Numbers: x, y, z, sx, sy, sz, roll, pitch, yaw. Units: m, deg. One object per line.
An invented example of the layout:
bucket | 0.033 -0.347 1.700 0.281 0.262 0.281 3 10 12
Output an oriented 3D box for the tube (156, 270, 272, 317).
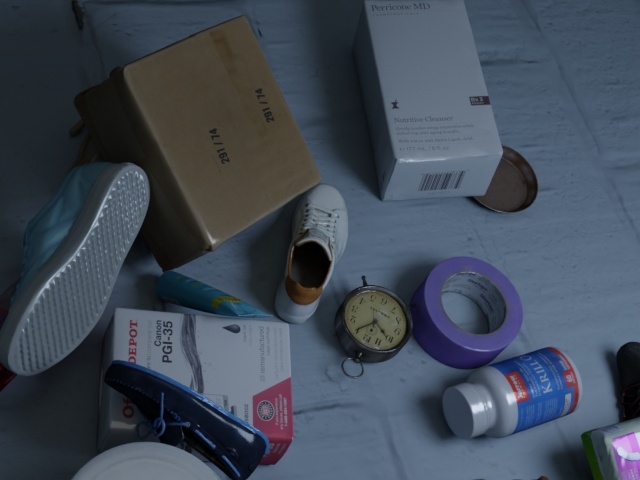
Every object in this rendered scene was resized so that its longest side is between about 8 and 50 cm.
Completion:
tube | -0.178 0.097 1.736 0.207 0.052 0.080 15 11 38

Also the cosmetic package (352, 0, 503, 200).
cosmetic package | 0.199 -0.277 2.095 0.217 0.156 0.385 -5 62 -10

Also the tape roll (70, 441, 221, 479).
tape roll | -0.252 0.420 1.501 0.246 0.169 0.246 7 61 -14

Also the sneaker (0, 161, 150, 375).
sneaker | -0.398 0.037 1.643 0.150 0.135 0.366 9 57 34

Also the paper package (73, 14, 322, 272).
paper package | -0.196 -0.166 1.810 0.309 0.168 0.325 -34 100 -41

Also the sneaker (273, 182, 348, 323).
sneaker | 0.000 0.000 1.890 0.106 0.123 0.290 17 54 -7

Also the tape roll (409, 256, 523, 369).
tape roll | 0.258 0.129 1.928 0.189 0.080 0.189 9 58 -14

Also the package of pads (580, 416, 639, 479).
package of pads | 0.586 0.430 1.784 0.229 0.101 0.296 -13 83 -15

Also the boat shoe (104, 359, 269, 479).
boat shoe | -0.195 0.258 1.530 0.258 0.109 0.089 30 71 -5

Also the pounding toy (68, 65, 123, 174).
pounding toy | -0.346 -0.157 1.895 0.154 0.155 0.269 34 59 -33

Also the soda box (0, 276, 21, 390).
soda box | -0.441 0.106 1.688 0.092 0.083 0.263 37 55 6

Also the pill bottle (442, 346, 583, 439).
pill bottle | 0.324 0.265 1.839 0.221 0.124 0.124 -14 65 -27

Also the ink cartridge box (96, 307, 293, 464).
ink cartridge box | -0.194 0.229 1.679 0.283 0.117 0.207 6 59 -17

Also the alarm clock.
alarm clock | 0.082 0.160 1.854 0.129 0.064 0.192 29 52 -1

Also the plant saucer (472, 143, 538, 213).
plant saucer | 0.350 -0.119 2.145 0.168 0.029 0.168 8 57 -13

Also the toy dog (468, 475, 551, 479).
toy dog | 0.346 0.499 1.679 0.220 0.161 0.334 -22 69 -29

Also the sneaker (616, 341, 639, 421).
sneaker | 0.557 0.319 1.904 0.162 0.106 0.281 -12 65 -22
